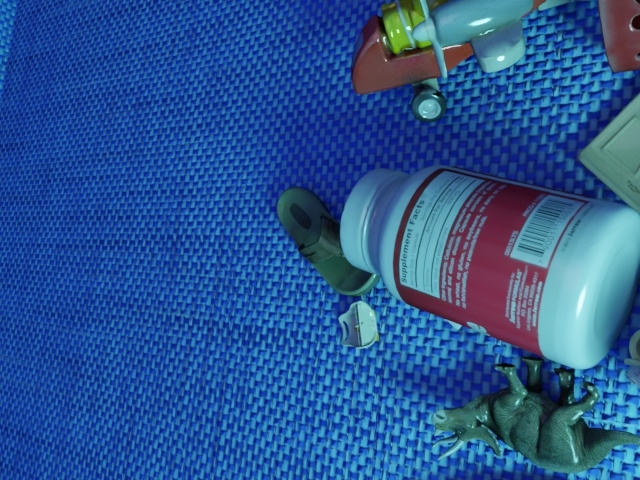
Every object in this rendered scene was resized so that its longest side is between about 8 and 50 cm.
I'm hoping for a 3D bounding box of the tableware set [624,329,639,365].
[{"bbox_3d":[0.472,0.110,0.875,0.141,0.020,0.169,10,86,41],"label":"tableware set"}]

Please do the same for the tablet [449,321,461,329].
[{"bbox_3d":[0.235,0.100,1.149,0.054,0.006,0.083,46,108,34],"label":"tablet"}]

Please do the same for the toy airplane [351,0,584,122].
[{"bbox_3d":[0.228,-0.398,1.076,0.384,0.272,0.386,-55,29,-12],"label":"toy airplane"}]

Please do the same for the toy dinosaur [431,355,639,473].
[{"bbox_3d":[0.324,0.264,0.999,0.313,0.121,0.160,9,98,34],"label":"toy dinosaur"}]

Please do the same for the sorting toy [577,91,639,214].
[{"bbox_3d":[0.505,-0.132,0.975,0.208,0.038,0.193,-46,57,16],"label":"sorting toy"}]

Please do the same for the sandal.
[{"bbox_3d":[-0.002,0.001,1.300,0.303,0.086,0.120,41,106,36],"label":"sandal"}]

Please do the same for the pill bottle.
[{"bbox_3d":[0.236,0.015,1.025,0.407,0.229,0.229,19,93,39],"label":"pill bottle"}]

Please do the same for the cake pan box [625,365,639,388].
[{"bbox_3d":[0.559,0.161,0.850,0.267,0.070,0.246,45,106,35],"label":"cake pan box"}]

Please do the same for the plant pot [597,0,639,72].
[{"bbox_3d":[0.478,-0.341,0.943,0.174,0.191,0.191,-7,76,29],"label":"plant pot"}]

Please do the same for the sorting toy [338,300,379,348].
[{"bbox_3d":[0.062,0.158,1.250,0.075,0.045,0.083,-19,70,41],"label":"sorting toy"}]
